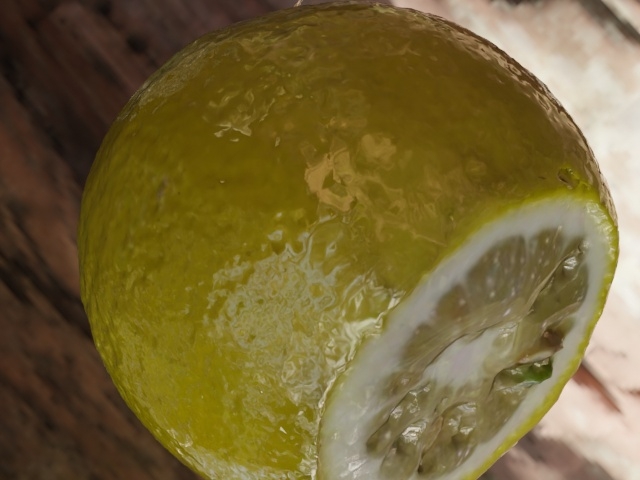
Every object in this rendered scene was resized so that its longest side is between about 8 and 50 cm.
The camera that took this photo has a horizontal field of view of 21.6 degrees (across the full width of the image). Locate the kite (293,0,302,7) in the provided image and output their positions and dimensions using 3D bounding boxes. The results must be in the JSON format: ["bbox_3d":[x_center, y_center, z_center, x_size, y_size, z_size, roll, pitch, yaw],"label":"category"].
[{"bbox_3d":[-0.070,-0.107,1.204,0.010,0.190,0.159,40,-151,-3],"label":"kite"}]

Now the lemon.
[{"bbox_3d":[0.000,0.000,0.783,0.219,0.240,0.240,38,167,33],"label":"lemon"}]
